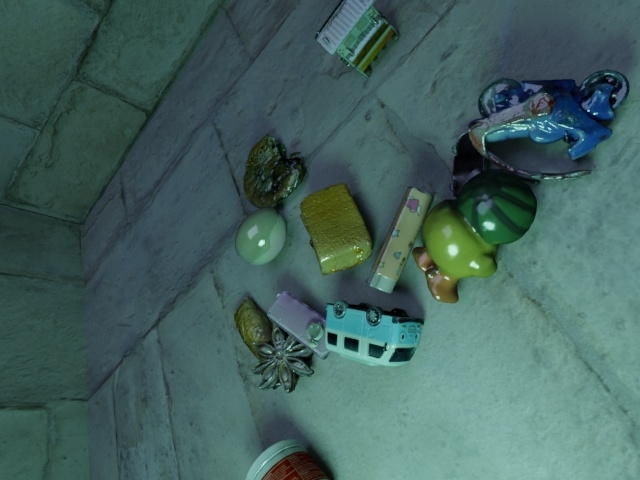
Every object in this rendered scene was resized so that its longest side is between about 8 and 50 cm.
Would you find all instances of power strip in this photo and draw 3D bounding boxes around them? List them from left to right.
[{"bbox_3d":[-0.053,0.269,1.381,0.279,0.037,0.109,30,72,30],"label":"power strip"},{"bbox_3d":[-0.020,0.287,1.316,0.055,0.035,0.083,-1,57,15],"label":"power strip"}]

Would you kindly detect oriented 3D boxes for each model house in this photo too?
[{"bbox_3d":[0.125,-0.741,1.510,0.224,0.215,0.198,-47,51,22],"label":"model house"}]

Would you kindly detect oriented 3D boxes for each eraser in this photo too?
[{"bbox_3d":[0.223,0.000,1.208,0.087,0.171,0.290,24,93,13],"label":"eraser"}]

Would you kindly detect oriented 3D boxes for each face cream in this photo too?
[{"bbox_3d":[-0.084,0.707,1.211,0.187,0.201,0.201,32,99,44],"label":"face cream"}]

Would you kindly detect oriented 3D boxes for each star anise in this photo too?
[{"bbox_3d":[-0.115,0.388,1.412,0.236,0.109,0.223,0,66,21],"label":"star anise"}]

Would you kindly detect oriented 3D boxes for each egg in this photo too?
[{"bbox_3d":[-0.217,-0.023,1.605,0.217,0.183,0.183,-57,46,22],"label":"egg"}]

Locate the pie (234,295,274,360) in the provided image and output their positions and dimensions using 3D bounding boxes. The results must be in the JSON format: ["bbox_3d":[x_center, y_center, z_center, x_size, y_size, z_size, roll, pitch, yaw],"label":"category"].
[{"bbox_3d":[-0.251,0.324,1.602,0.128,0.068,0.282,-58,42,11],"label":"pie"}]

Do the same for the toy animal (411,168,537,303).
[{"bbox_3d":[0.360,-0.025,1.048,0.338,0.191,0.216,-50,33,24],"label":"toy animal"}]

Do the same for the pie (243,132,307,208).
[{"bbox_3d":[-0.207,-0.274,1.762,0.371,0.078,0.296,44,108,42],"label":"pie"}]

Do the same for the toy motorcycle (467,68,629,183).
[{"bbox_3d":[0.531,-0.269,1.021,0.319,0.182,0.240,7,125,30],"label":"toy motorcycle"}]

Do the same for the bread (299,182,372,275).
[{"bbox_3d":[0.046,-0.039,1.370,0.185,0.114,0.274,-21,53,-2],"label":"bread"}]

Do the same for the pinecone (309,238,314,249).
[{"bbox_3d":[0.000,0.000,1.472,0.083,0.077,0.077,-57,43,37],"label":"pinecone"}]

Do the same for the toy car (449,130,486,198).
[{"bbox_3d":[0.409,-0.203,1.165,0.095,0.056,0.204,-6,68,42],"label":"toy car"}]

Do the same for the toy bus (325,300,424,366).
[{"bbox_3d":[0.142,0.264,1.204,0.272,0.133,0.164,2,82,46],"label":"toy bus"}]
